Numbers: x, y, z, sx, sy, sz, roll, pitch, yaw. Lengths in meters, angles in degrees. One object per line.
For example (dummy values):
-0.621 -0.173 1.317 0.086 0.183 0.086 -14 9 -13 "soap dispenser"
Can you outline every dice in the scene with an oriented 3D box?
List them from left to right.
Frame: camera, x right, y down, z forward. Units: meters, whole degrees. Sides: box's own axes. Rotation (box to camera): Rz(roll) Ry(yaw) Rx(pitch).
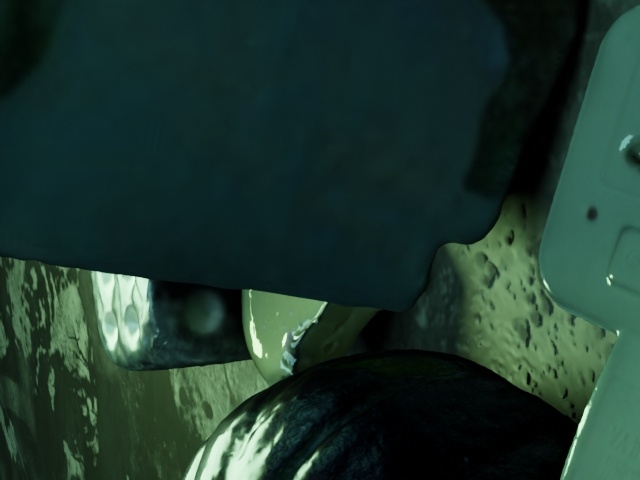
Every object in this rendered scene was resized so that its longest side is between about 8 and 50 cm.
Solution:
-0.114 0.030 1.003 0.181 0.183 0.182 -17 80 62 "dice"

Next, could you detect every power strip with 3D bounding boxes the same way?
0.226 0.034 0.496 0.229 0.141 0.261 28 106 54 "power strip"

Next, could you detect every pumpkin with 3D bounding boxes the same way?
0.055 0.251 0.678 0.363 0.266 0.363 14 108 55 "pumpkin"

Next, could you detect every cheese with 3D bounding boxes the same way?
-0.015 0.004 0.897 0.163 0.071 0.248 -39 54 28 "cheese"

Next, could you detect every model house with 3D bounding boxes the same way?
-0.064 -0.155 0.747 0.339 0.360 0.297 -132 52 -63 "model house"
